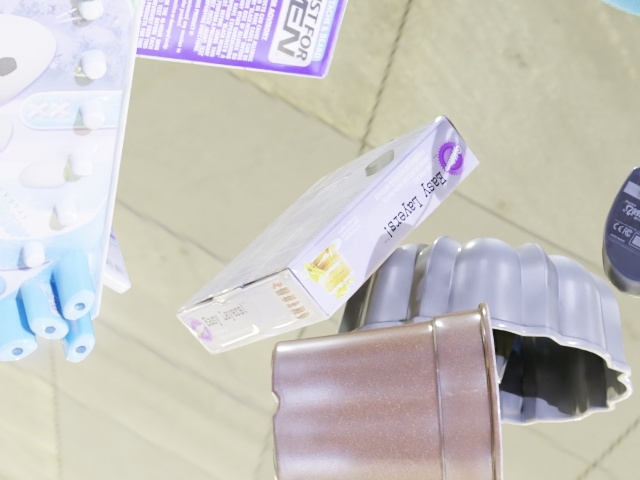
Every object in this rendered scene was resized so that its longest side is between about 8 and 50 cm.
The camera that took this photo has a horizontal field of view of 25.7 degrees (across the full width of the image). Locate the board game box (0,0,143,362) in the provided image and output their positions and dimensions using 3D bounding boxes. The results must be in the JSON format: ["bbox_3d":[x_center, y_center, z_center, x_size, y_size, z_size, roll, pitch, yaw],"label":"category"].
[{"bbox_3d":[-0.295,-0.059,0.769,0.390,0.050,0.390,-3,136,-19],"label":"board game box"}]

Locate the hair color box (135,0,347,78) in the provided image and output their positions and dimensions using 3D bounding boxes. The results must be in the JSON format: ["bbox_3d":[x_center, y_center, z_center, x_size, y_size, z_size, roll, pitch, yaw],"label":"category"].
[{"bbox_3d":[-0.165,-0.221,1.067,0.339,0.185,0.110,5,118,-25],"label":"hair color box"}]

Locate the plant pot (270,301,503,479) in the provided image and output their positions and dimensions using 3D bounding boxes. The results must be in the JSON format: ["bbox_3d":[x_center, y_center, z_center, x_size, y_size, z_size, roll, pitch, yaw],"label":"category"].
[{"bbox_3d":[0.049,0.135,1.062,0.165,0.167,0.167,-4,145,4],"label":"plant pot"}]

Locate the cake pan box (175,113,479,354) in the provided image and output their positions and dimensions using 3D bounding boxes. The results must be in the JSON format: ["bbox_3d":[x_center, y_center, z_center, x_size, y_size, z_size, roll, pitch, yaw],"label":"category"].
[{"bbox_3d":[0.000,0.000,1.397,0.070,0.246,0.267,53,148,-9],"label":"cake pan box"}]

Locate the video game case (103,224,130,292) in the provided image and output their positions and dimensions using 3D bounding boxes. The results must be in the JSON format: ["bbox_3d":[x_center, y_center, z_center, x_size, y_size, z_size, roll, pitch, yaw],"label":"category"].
[{"bbox_3d":[-0.258,-0.032,1.397,0.019,0.143,0.157,-35,141,15],"label":"video game case"}]

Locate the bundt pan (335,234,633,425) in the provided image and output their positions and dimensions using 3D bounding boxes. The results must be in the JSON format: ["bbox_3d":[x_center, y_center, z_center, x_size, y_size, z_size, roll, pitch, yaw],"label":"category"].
[{"bbox_3d":[0.170,0.093,1.508,0.331,0.124,0.331,5,156,2],"label":"bundt pan"}]

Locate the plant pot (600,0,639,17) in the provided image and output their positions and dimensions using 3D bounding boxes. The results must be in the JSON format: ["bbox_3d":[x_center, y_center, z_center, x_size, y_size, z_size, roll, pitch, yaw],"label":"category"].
[{"bbox_3d":[0.324,-0.363,1.157,0.293,0.235,0.293,22,143,18],"label":"plant pot"}]

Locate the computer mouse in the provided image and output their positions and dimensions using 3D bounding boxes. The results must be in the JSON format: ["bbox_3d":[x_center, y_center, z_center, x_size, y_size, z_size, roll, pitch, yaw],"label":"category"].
[{"bbox_3d":[0.276,-0.064,0.985,0.071,0.242,0.041,34,178,25],"label":"computer mouse"}]
